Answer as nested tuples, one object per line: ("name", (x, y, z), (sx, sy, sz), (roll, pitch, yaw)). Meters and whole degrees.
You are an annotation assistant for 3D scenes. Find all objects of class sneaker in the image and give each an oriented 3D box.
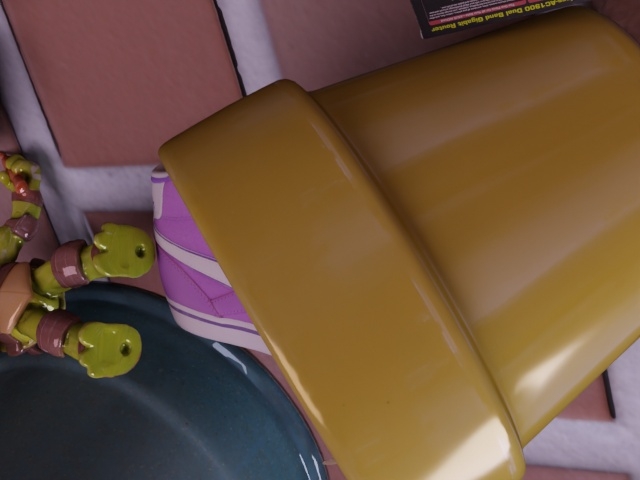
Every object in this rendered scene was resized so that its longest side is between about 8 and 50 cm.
("sneaker", (-0.001, 0.000, 0.868), (0.282, 0.102, 0.161), (7, 121, 27))

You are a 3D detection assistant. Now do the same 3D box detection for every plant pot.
("plant pot", (0.077, 0.001, 0.698), (0.239, 0.254, 0.254), (-30, 106, -2))
("plant pot", (-0.215, 0.262, 1.014), (0.341, 0.334, 0.341), (15, 126, 22))

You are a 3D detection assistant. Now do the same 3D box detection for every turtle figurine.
("turtle figurine", (-0.225, 0.058, 0.957), (0.217, 0.269, 0.087), (-1, 152, 37))

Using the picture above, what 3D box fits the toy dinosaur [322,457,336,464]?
("toy dinosaur", (0.058, 0.131, 0.964), (0.093, 0.053, 0.183), (37, 145, 18))

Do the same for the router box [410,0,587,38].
("router box", (0.096, -0.158, 0.643), (0.122, 0.038, 0.092), (-10, 133, 17))
